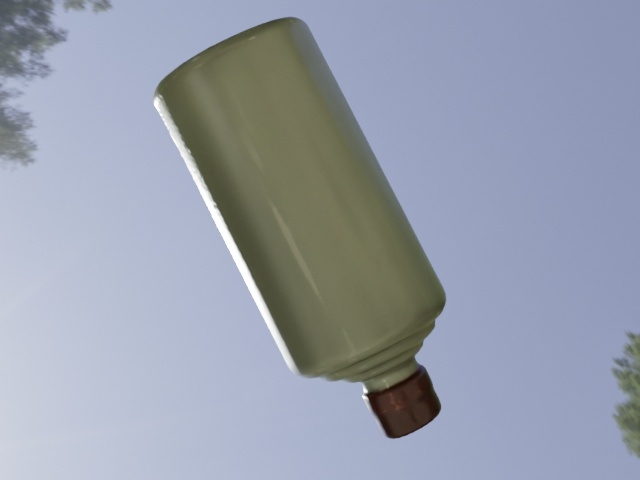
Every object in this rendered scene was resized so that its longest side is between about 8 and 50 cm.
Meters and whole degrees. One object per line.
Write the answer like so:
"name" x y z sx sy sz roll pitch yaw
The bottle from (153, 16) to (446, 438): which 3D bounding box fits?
"bottle" 0.000 0.000 0.632 0.104 0.104 0.245 -27 -89 5
